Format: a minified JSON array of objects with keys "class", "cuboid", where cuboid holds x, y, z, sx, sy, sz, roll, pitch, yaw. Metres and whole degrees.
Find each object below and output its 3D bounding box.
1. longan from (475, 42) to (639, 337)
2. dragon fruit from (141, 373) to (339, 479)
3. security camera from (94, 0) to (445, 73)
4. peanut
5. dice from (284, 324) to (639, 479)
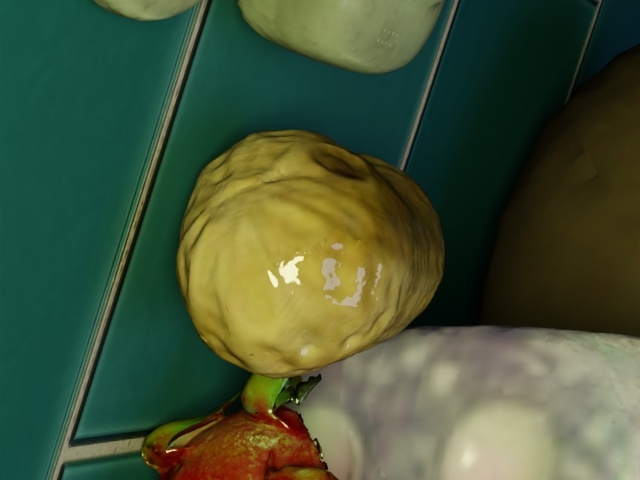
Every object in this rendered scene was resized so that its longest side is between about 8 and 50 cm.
[{"class":"longan","cuboid":[0.295,0.067,1.322,0.404,0.404,0.436,4,74,-69]},{"class":"dragon fruit","cuboid":[-0.050,0.158,0.898,0.175,0.142,0.138,-34,179,-27]},{"class":"security camera","cuboid":[-0.010,-0.156,0.785,0.301,0.080,0.157,5,104,-66]},{"class":"peanut","cuboid":[0.000,0.000,0.898,0.110,0.120,0.236,-67,171,14]},{"class":"dice","cuboid":[0.114,0.199,1.016,0.270,0.271,0.270,20,70,-50]}]
